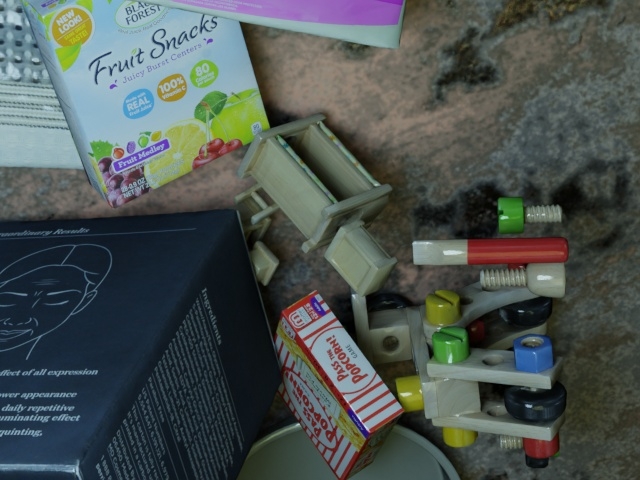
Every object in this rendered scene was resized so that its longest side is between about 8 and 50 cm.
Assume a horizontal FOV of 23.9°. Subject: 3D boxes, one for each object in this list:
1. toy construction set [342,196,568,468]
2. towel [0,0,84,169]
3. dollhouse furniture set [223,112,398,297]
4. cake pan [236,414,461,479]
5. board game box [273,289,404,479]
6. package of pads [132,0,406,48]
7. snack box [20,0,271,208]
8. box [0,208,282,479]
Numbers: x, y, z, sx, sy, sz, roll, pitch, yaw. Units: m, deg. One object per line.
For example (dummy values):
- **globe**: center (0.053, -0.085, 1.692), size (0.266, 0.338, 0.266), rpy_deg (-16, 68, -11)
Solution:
- **toy construction set**: center (0.116, 0.090, 1.477), size (0.237, 0.257, 0.309), rpy_deg (-1, 139, 5)
- **towel**: center (-0.318, -0.214, 1.395), size (0.324, 0.056, 0.312), rpy_deg (6, 117, -7)
- **dollhouse furniture set**: center (0.000, 0.000, 1.474), size (0.101, 0.182, 0.161), rpy_deg (-22, 153, -42)
- **cake pan**: center (0.017, 0.305, 1.697), size (0.293, 0.054, 0.293), rpy_deg (-2, 118, -4)
- **board game box**: center (0.010, 0.150, 1.515), size (0.045, 0.147, 0.193), rpy_deg (-31, 164, -18)
- **package of pads**: center (-0.052, -0.300, 1.282), size (0.296, 0.101, 0.229), rpy_deg (6, 101, -26)
- **snack box**: center (-0.156, -0.159, 1.386), size (0.174, 0.070, 0.207), rpy_deg (-28, 125, -17)
- **box**: center (-0.243, 0.161, 1.368), size (0.293, 0.395, 0.212), rpy_deg (-3, 121, 20)
